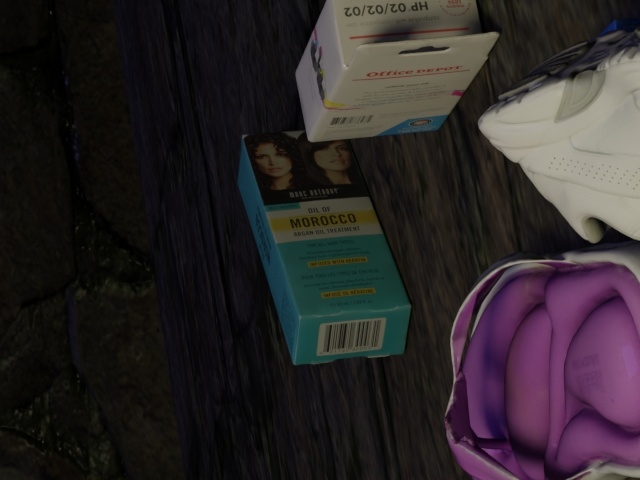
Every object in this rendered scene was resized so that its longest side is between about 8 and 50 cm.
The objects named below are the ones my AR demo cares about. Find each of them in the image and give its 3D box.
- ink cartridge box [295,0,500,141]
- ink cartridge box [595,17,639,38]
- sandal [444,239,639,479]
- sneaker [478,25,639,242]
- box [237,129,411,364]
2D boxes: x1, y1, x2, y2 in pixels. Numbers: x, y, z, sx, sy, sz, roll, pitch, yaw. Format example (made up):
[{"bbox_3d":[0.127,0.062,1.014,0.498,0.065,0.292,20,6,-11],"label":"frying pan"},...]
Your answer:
[{"bbox_3d":[0.051,-0.132,1.279,0.181,0.104,0.061,122,139,-70],"label":"ink cartridge box"},{"bbox_3d":[0.167,-0.071,0.956,0.048,0.028,0.083,128,134,-73],"label":"ink cartridge box"},{"bbox_3d":[0.121,0.082,1.067,0.416,0.102,0.169,123,140,-71],"label":"sandal"},{"bbox_3d":[0.175,-0.054,0.848,0.115,0.090,0.232,55,157,-7],"label":"sneaker"},{"bbox_3d":[0.000,0.000,1.594,0.244,0.101,0.060,-109,19,-45],"label":"box"}]
